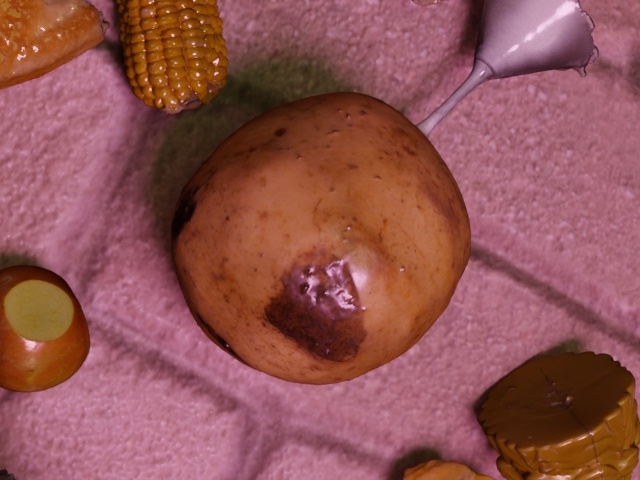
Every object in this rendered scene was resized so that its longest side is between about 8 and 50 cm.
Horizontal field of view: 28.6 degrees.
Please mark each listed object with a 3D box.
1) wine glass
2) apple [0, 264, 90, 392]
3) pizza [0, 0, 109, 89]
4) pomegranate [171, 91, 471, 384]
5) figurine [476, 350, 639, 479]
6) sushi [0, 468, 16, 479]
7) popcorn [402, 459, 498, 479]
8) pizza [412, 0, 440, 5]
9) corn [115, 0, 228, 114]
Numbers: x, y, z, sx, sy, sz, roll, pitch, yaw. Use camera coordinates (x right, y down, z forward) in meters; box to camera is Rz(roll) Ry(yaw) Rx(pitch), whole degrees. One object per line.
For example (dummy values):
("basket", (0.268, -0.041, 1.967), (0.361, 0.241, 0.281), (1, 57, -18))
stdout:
("wine glass", (0.156, -0.164, 1.287), (0.232, 0.156, 0.156), (-45, 105, -15))
("apple", (-0.261, 0.080, 1.129), (0.102, 0.099, 0.114), (-5, 65, -31))
("pizza", (-0.332, -0.270, 1.127), (0.280, 0.075, 0.288), (-9, 90, -26))
("pomegranate", (0.000, 0.000, 1.145), (0.281, 0.281, 0.281), (1, 88, -23))
("figurine", (0.300, 0.295, 1.329), (0.168, 0.187, 0.315), (-33, 109, -25))
("sushi", (-0.262, 0.393, 0.995), (0.417, 0.176, 0.417), (2, 94, 22))
("popcorn", (0.129, 0.306, 1.267), (0.148, 0.152, 0.167), (4, 88, 5))
("pizza", (0.116, -0.413, 1.307), (0.226, 0.086, 0.335), (17, 81, -17))
("corn", (-0.156, -0.273, 1.182), (0.102, 0.102, 0.313), (-11, 91, -22))
